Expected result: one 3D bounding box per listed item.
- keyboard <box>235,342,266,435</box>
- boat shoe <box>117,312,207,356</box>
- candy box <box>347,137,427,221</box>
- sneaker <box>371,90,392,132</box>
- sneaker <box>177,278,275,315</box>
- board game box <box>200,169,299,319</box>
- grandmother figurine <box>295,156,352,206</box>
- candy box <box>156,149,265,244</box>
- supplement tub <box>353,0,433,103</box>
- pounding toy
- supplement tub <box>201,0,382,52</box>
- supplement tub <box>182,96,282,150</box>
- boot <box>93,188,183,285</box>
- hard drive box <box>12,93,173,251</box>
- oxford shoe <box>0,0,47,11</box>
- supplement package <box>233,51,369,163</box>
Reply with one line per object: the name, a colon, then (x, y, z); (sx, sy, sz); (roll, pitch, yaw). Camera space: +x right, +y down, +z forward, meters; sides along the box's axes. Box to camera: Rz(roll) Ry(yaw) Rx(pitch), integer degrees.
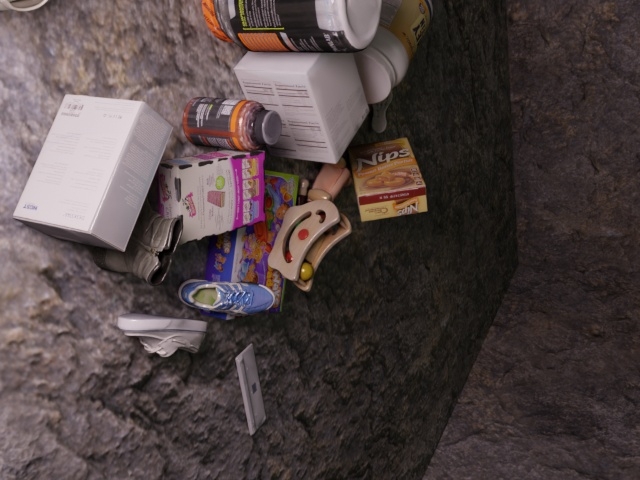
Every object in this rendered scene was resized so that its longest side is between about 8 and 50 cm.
keyboard: (-0.180, 0.390, 1.857); (0.072, 0.014, 0.255); (-48, 138, -52)
boat shoe: (-0.318, 0.198, 1.461); (0.258, 0.095, 0.084); (18, 78, -60)
candy box: (0.183, -0.178, 2.009); (0.316, 0.183, 0.087); (-96, 177, -57)
sneaker: (0.186, -0.411, 2.235); (0.065, 0.061, 0.157); (73, 30, -86)
sneaker: (-0.200, 0.128, 1.542); (0.081, 0.211, 0.080); (-165, -102, -74)
board game box: (-0.163, 0.002, 1.694); (0.233, 0.078, 0.346); (0, 99, -61)
grandmother figurine: (-0.019, -0.079, 1.910); (0.207, 0.104, 0.342); (57, 47, -40)
candy box: (-0.218, -0.096, 1.453); (0.234, 0.071, 0.159); (-18, 116, -47)
supplement tub: (0.155, -0.551, 1.938); (0.316, 0.229, 0.228); (-64, 147, -27)
pounding toy: (0.000, 0.000, 1.730); (0.155, 0.154, 0.269); (43, 61, -50)
supplement tub: (-0.061, -0.489, 1.456); (0.207, 0.338, 0.207); (-27, 121, -56)
supplement tub: (-0.179, -0.239, 1.467); (0.106, 0.198, 0.105); (-29, 124, -55)
boot: (-0.315, -0.043, 1.322); (0.083, 0.161, 0.246); (26, 76, -60)
hard drive box: (-0.374, -0.115, 1.176); (0.089, 0.181, 0.232); (43, 62, -58)
oxford shoe: (-0.393, -0.462, 1.092); (0.449, 0.130, 0.169); (-52, 139, -43)
supplement package: (-0.037, -0.352, 1.686); (0.199, 0.198, 0.262); (-59, 145, -32)
